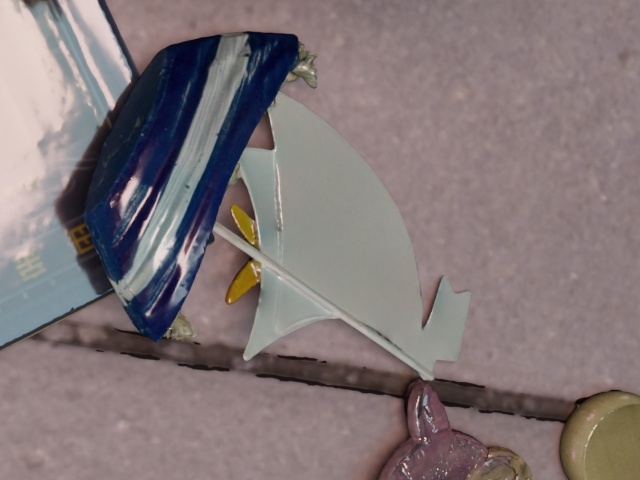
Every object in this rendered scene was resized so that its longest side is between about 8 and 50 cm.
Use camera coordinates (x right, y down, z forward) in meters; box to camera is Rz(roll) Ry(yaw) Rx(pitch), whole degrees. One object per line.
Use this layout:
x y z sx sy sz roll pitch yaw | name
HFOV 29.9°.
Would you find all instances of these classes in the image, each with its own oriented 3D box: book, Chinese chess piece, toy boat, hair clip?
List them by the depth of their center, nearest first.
-0.201 -0.077 0.711 0.191 0.025 0.269 -27 103 -15 | book
0.000 0.000 0.753 0.291 0.067 0.221 33 64 -26 | toy boat
0.078 0.209 0.821 0.146 0.056 0.187 34 82 -26 | hair clip
0.214 0.151 0.870 0.084 0.034 0.084 -3 99 -20 | Chinese chess piece
